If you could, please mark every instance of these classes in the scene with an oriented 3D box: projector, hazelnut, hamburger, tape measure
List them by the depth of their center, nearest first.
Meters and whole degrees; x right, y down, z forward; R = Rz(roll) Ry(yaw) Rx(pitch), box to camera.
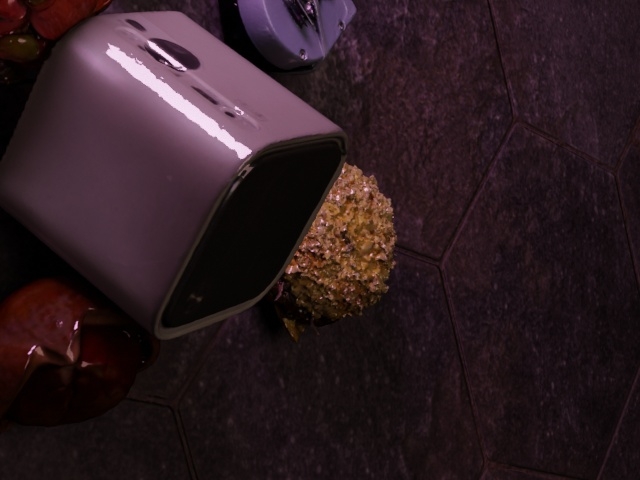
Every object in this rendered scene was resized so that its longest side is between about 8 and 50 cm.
[{"bbox_3d":[-0.278,0.127,1.361,0.202,0.160,0.170,-49,150,-27],"label":"hazelnut"},{"bbox_3d":[-0.156,-0.075,1.366,0.248,0.249,0.248,-18,142,-60],"label":"projector"},{"bbox_3d":[0.000,0.000,1.695,0.261,0.138,0.243,-45,119,-41],"label":"hamburger"},{"bbox_3d":[-0.048,-0.311,1.702,0.182,0.107,0.181,52,45,-34],"label":"tape measure"}]

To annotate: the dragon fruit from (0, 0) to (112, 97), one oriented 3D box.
[{"bbox_3d":[-0.301,-0.322,1.310,0.314,0.263,0.296,38,59,-38],"label":"dragon fruit"}]
